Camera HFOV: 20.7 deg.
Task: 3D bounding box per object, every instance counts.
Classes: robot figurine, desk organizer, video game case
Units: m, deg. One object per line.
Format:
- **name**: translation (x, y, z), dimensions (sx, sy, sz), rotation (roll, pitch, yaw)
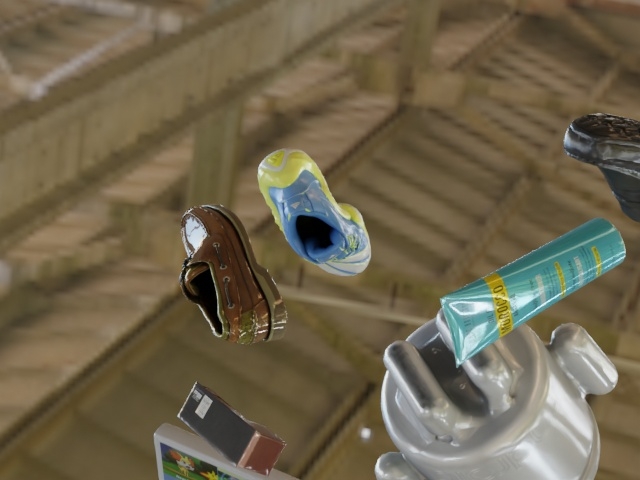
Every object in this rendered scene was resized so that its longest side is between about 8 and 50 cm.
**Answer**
- **robot figurine**: translation (0.198, 0.210, 2.008), dimensions (0.353, 0.300, 0.199), rotation (48, -168, -50)
- **desk organizer**: translation (-0.098, 0.209, 1.939), dimensions (0.050, 0.047, 0.130), rotation (26, -176, -40)
- **video game case**: translation (-0.090, 0.433, 2.553), dimensions (0.329, 0.300, 0.036), rotation (20, -136, 24)

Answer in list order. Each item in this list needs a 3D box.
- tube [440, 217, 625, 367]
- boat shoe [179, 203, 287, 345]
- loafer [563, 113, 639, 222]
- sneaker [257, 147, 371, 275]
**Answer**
- **tube**: translation (0.204, 0.043, 1.711), dimensions (0.207, 0.080, 0.052), rotation (-28, -154, -23)
- **boat shoe**: translation (-0.156, 0.042, 2.611), dimensions (0.104, 0.110, 0.307), rotation (-8, -146, -25)
- **loafer**: translation (0.272, -0.052, 1.443), dimensions (0.223, 0.078, 0.076), rotation (11, -163, -47)
- **sneaker**: translation (0.000, 0.000, 2.081), dimensions (0.091, 0.240, 0.126), rotation (-29, -133, 12)
